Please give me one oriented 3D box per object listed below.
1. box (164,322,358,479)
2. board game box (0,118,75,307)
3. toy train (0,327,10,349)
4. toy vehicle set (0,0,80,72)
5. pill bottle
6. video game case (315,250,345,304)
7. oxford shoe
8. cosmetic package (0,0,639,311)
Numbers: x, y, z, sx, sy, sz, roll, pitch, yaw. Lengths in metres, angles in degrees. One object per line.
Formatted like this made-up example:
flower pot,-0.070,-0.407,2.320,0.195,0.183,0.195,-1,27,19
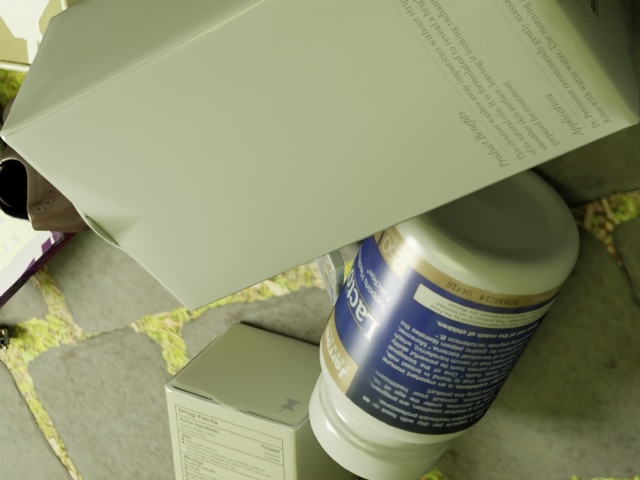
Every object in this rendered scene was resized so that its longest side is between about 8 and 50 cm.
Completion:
box,-0.049,0.250,1.294,0.148,0.121,0.311,16,125,25
board game box,-0.410,-0.087,1.336,0.208,0.056,0.347,-40,88,26
toy train,-0.403,0.108,1.498,0.158,0.036,0.027,1,99,35
toy vehicle set,-0.288,-0.279,1.183,0.166,0.035,0.266,12,123,27
pill bottle,0.087,0.066,1.070,0.153,0.153,0.264,33,130,13
video game case,0.000,0.000,1.112,0.122,0.011,0.087,88,161,-74
oxford shoe,-0.251,-0.077,1.179,0.271,0.098,0.096,33,140,59
cosmetic package,-0.001,-0.121,0.922,0.385,0.156,0.217,-21,129,28
